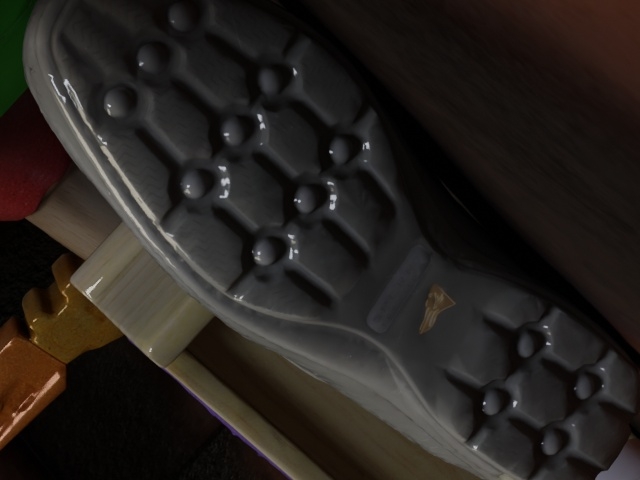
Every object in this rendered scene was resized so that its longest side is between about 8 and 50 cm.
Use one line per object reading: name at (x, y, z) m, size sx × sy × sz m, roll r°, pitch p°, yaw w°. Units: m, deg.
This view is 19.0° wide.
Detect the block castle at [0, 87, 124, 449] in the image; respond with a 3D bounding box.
block castle at (-0.274, -0.047, 1.188) m, size 0.213 × 0.303 × 0.453 m, roll 37°, pitch -167°, yaw -30°

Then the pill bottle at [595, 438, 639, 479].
pill bottle at (0.191, 0.172, 0.896) m, size 0.169 × 0.094 × 0.094 m, roll 41°, pitch 177°, yaw 28°

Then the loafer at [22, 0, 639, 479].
loafer at (0.000, 0.000, 0.766) m, size 0.319 × 0.112 × 0.111 m, roll 43°, pitch 169°, yaw -29°

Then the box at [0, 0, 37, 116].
box at (-0.257, -0.126, 0.870) m, size 0.231 × 0.262 × 0.127 m, roll 41°, pitch 177°, yaw 16°

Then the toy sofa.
toy sofa at (0.043, 0.084, 1.040) m, size 0.362 × 0.150 × 0.177 m, roll 44°, pitch 176°, yaw -27°
